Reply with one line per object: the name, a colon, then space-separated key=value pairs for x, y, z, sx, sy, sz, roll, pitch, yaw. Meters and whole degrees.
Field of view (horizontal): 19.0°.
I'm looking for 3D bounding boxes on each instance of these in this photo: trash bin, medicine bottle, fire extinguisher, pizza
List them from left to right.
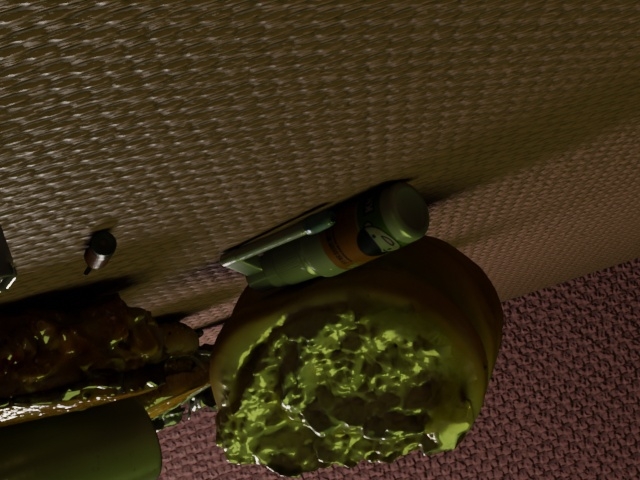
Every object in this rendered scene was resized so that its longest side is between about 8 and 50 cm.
trash bin: x=-0.337 y=0.222 z=2.140 sx=0.247 sy=0.243 sz=0.121 roll=-17 pitch=130 yaw=-30
pizza: x=-0.293 y=0.131 z=1.936 sx=0.278 sy=0.114 sz=0.409 roll=-20 pitch=173 yaw=23
fire extinguisher: x=-0.193 y=0.013 z=1.651 sx=0.028 sy=0.022 sz=0.083 roll=-54 pitch=-176 yaw=-17
medicine bottle: x=0.000 y=0.000 z=1.921 sx=0.092 sy=0.061 sz=0.221 roll=22 pitch=146 yaw=-40

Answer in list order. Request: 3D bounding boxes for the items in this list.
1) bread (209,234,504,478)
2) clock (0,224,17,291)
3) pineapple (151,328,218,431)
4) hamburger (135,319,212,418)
bread: x=0.037 y=0.094 z=2.059 sx=0.316 sy=0.211 sz=0.270 roll=-8 pitch=-148 yaw=23
clock: x=-0.317 y=0.030 z=1.304 sx=0.193 sy=0.073 sz=0.144 roll=-15 pitch=172 yaw=-22
pineapple: x=-0.090 y=0.182 z=2.589 sx=0.361 sy=0.175 sz=0.175 roll=-18 pitch=172 yaw=-4
hamburger: x=-0.215 y=0.158 z=2.370 sx=0.185 sy=0.113 sz=0.177 roll=-23 pitch=170 yaw=-32
